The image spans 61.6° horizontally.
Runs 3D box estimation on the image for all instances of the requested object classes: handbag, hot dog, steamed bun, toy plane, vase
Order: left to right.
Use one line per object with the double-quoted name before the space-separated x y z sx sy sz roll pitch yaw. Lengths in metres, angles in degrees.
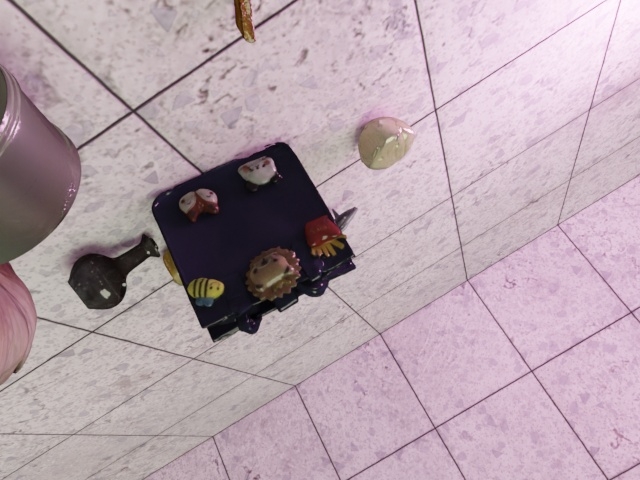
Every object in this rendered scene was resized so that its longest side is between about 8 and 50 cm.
"vase" -0.413 0.057 1.092 0.183 0.120 0.120 -39 159 -23
"hot dog" -0.277 0.073 1.275 0.073 0.084 0.242 -37 154 23
"handbag" -0.129 -0.004 1.015 0.303 0.329 0.122 -26 150 -8
"toy plane" -0.006 -0.008 1.419 0.267 0.088 0.212 -49 151 18
"steamed bun" 0.140 -0.220 1.174 0.112 0.091 0.130 -10 151 -27

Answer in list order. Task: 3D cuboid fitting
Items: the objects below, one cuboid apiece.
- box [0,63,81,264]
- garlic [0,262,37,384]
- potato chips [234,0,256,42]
"box" -0.433 -0.097 0.646 0.226 0.226 0.149 -27 154 -6
"garlic" -0.578 0.099 0.780 0.241 0.321 0.322 -54 158 -14
"potato chips" -0.101 -0.369 0.730 0.026 0.037 0.204 -28 150 -28
